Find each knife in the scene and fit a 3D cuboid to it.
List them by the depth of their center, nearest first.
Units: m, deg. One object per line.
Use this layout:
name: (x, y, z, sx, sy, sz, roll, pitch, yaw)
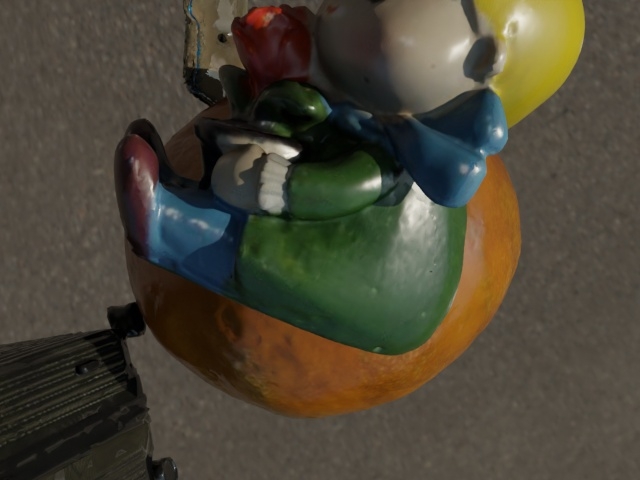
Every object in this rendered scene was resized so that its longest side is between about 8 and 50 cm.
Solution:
knife: (-0.091, -0.285, 1.101, 0.089, 0.365, 0.043, 4, 172, -38)

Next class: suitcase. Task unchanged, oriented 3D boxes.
suitcase: (-0.268, 0.151, 0.899, 0.229, 0.152, 0.335, -12, -179, 18)

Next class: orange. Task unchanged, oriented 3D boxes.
orange: (0.000, 0.000, 0.984, 0.284, 0.284, 0.226, -19, 115, -4)

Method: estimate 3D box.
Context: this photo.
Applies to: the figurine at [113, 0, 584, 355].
figurine: (0.017, -0.079, 0.632, 0.185, 0.127, 0.234, 22, 104, 2)
